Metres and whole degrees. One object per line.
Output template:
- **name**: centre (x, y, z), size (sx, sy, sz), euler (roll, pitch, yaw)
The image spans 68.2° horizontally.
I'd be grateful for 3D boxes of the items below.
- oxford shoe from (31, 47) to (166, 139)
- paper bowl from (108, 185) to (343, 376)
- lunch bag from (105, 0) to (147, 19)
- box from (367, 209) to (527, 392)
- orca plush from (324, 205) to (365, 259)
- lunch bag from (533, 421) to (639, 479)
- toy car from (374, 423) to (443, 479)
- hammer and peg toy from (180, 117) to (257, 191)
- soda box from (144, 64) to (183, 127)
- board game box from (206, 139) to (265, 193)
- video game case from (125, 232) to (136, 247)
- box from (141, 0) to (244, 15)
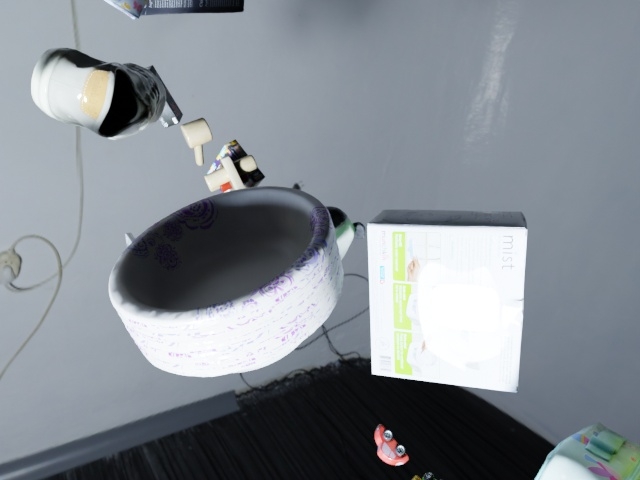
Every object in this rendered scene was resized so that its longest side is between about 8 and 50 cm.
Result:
- **oxford shoe**: centre (-0.391, -0.276, 0.955), size (0.130, 0.449, 0.169), euler (18, 100, -3)
- **paper bowl**: centre (-0.111, 0.057, 0.624), size (0.284, 0.284, 0.148), euler (-29, 127, -22)
- **lunch bag**: centre (-0.377, -0.478, 0.906), size (0.083, 0.053, 0.071), euler (25, 94, -37)
- **box**: centre (0.202, 0.088, 0.763), size (0.127, 0.231, 0.262), euler (-39, 128, -66)
- **orca plush**: centre (0.000, 0.000, 0.877), size (0.151, 0.102, 0.287), euler (-41, 161, -1)
- **lunch bag**: centre (0.342, 0.355, 0.619), size (0.279, 0.108, 0.224), euler (13, 105, -50)
- **toy car**: centre (0.213, 0.527, 1.022), size (0.053, 0.225, 0.239), euler (-35, 96, -20)
- **hammer and peg toy**: centre (-0.213, -0.136, 1.205), size (0.127, 0.266, 0.361), euler (-27, 98, -10)
- **soda box**: centre (-0.475, -0.421, 1.391), size (0.053, 0.060, 0.169), euler (-15, 131, 13)
- **board game box**: centre (-0.255, -0.195, 1.411), size (0.141, 0.170, 0.048), euler (51, 51, -2)
- **video game case**: centre (-0.548, 0.087, 1.409), size (0.022, 0.173, 0.190), euler (-9, 108, -29)
- **box**: centre (-0.412, -0.699, 1.179), size (0.312, 0.343, 0.179), euler (-28, 141, -40)
